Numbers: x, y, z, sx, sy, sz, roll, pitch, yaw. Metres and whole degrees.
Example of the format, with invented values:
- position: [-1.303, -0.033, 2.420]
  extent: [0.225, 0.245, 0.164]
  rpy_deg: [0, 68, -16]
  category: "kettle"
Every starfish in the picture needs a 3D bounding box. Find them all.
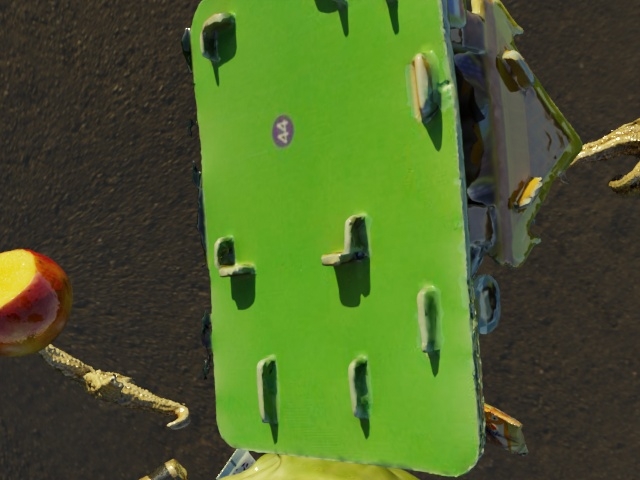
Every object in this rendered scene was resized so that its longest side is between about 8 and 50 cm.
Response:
- position: [-0.503, 0.327, 1.814]
  extent: [0.432, 0.324, 0.082]
  rpy_deg: [44, 70, -49]
  category: "starfish"
- position: [0.346, -0.087, 0.829]
  extent: [0.190, 0.146, 0.074]
  rpy_deg: [6, 126, 6]
  category: "starfish"

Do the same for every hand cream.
- position: [-0.078, 0.544, 1.554]
  extent: [0.085, 0.058, 0.331]
  rpy_deg: [-50, 115, -33]
  category: "hand cream"

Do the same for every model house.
- position: [0.095, -0.016, 0.594]
  extent: [0.312, 0.242, 0.358]
  rpy_deg: [0, 82, -42]
  category: "model house"

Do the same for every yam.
- position: [-0.469, 0.620, 1.800]
  extent: [0.356, 0.081, 0.081]
  rpy_deg: [-33, 99, -9]
  category: "yam"

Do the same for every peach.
- position: [-0.517, 0.101, 1.307]
  extent: [0.192, 0.190, 0.190]
  rpy_deg: [27, 76, -31]
  category: "peach"

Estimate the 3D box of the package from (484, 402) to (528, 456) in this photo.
- position: [0.252, 0.272, 1.165]
  extent: [0.031, 0.108, 0.121]
  rpy_deg: [-55, 145, -24]
  category: "package"

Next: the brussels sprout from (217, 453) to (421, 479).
- position: [0.002, 0.371, 0.971]
  extent: [0.328, 0.328, 0.247]
  rpy_deg: [36, 55, -17]
  category: "brussels sprout"
